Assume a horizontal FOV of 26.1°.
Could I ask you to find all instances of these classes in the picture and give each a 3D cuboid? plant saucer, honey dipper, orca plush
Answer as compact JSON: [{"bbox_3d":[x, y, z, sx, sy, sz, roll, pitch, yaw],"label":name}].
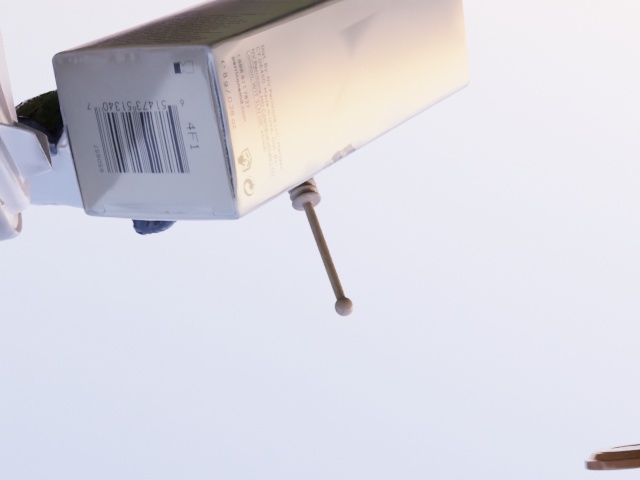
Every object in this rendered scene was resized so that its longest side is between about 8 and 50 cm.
[{"bbox_3d":[0.231,0.153,0.992,0.083,0.013,0.083,-6,175,-1],"label":"plant saucer"},{"bbox_3d":[0.000,0.000,1.297,0.030,0.030,0.161,-6,-121,-22],"label":"honey dipper"},{"bbox_3d":[-0.168,-0.075,1.006,0.151,0.102,0.287,27,158,-21],"label":"orca plush"}]

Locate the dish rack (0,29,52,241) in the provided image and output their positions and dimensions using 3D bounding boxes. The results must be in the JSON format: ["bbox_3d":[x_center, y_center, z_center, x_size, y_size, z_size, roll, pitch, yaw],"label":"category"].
[{"bbox_3d":[-0.215,-0.167,0.693,0.072,0.333,0.285,-16,-124,-2],"label":"dish rack"}]

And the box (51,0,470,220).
[{"bbox_3d":[-0.021,-0.098,0.806,0.113,0.094,0.275,3,-159,34],"label":"box"}]
